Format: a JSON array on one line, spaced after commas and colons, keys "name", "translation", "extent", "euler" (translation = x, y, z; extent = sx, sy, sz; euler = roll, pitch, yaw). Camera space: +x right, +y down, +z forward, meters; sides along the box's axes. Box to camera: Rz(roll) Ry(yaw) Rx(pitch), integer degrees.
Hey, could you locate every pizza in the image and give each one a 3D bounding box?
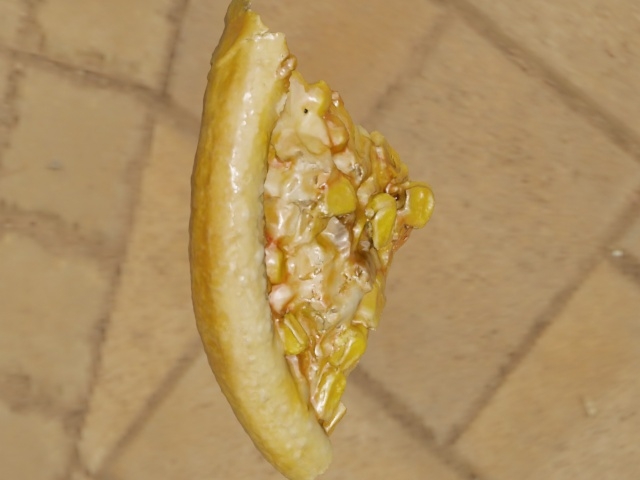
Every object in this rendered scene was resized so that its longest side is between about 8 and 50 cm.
[{"name": "pizza", "translation": [0.000, 0.000, 0.727], "extent": [0.041, 0.131, 0.178], "euler": [8, 100, 36]}]
